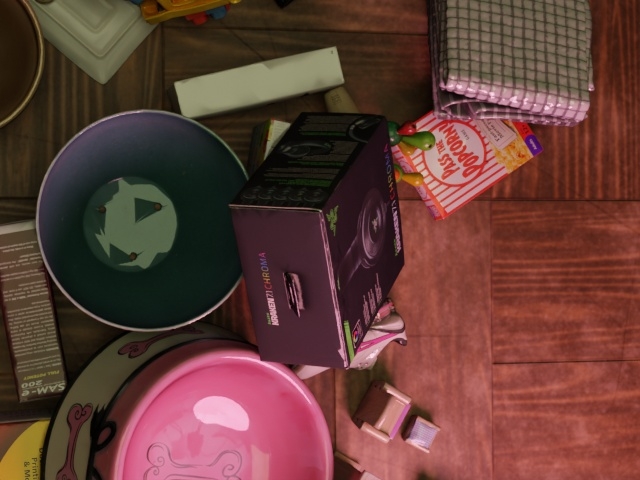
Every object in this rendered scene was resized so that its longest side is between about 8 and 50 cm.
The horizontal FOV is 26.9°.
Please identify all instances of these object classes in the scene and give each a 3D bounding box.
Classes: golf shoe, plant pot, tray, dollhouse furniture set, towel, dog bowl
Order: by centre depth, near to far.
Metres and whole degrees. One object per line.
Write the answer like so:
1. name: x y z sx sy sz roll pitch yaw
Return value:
1. dog bowl: -0.159 0.310 1.802 0.408 0.150 0.408 1 87 -34
2. plant pot: -0.497 -0.252 1.825 0.237 0.110 0.237 0 89 -13
3. plant pot: -0.248 -0.024 1.828 0.290 0.195 0.290 0 89 -16
4. tray: -0.366 -0.362 1.895 0.270 0.030 0.145 41 81 -9
5. dollhouse furniture set: 0.157 0.403 1.914 0.303 0.198 0.286 31 83 -11
6. golf shoe: 0.044 0.161 1.958 0.186 0.067 0.086 -29 97 -11
7. towel: 0.274 -0.298 1.958 0.235 0.121 0.284 6 65 -13

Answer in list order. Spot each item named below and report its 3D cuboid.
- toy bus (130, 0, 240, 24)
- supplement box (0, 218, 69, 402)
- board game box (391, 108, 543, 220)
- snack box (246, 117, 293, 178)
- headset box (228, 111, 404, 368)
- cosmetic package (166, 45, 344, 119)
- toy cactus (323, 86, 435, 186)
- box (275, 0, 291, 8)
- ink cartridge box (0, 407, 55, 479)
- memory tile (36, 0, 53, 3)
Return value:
1. toy bus: -0.213 -0.374 1.859 0.220 0.211 0.149 -13 53 7
2. supplement box: -0.399 0.094 1.832 0.073 0.130 0.239 -11 91 -11
3. board game box: 0.216 -0.143 2.009 0.193 0.045 0.147 -35 95 -11
4. snack box: -0.076 -0.116 1.897 0.037 0.141 0.100 11 87 -12
5. headset box: 0.000 0.000 1.779 0.131 0.283 0.246 4 122 21
6. cosmetic package: -0.094 -0.221 1.917 0.239 0.099 0.060 -14 92 -11
7. toy cactus: 0.049 -0.133 1.933 0.219 0.112 0.180 -25 86 20
8. box: 0.017 -0.479 1.909 0.270 0.165 0.143 -40 97 -9
9. ink cartridge box: -0.386 0.390 1.832 0.272 0.130 0.309 -4 90 -13
10. memory tile: -0.436 -0.394 1.858 0.148 0.012 0.113 7 88 -12
